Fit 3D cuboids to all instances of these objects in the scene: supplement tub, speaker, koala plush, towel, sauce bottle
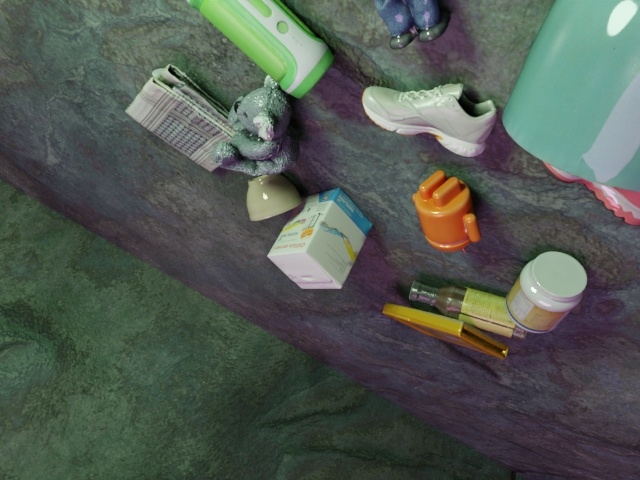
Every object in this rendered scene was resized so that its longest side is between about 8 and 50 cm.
[{"bbox_3d":[0.557,0.131,1.173,0.145,0.144,0.199,20,150,15],"label":"supplement tub"},{"bbox_3d":[-0.117,-0.413,0.902,0.297,0.131,0.131,39,149,-19],"label":"speaker"},{"bbox_3d":[-0.127,-0.271,1.092,0.204,0.196,0.221,19,151,-7],"label":"koala plush"},{"bbox_3d":[-0.358,-0.312,1.302,0.312,0.056,0.324,37,152,-28],"label":"towel"},{"bbox_3d":[0.442,0.195,1.411,0.345,0.111,0.111,17,149,21],"label":"sauce bottle"}]

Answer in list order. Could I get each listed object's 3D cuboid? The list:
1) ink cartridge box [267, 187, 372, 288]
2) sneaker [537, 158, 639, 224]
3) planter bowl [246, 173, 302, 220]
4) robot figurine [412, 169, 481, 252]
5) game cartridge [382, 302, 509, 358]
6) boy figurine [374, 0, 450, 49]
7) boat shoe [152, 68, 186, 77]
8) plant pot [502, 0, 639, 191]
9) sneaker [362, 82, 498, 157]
[{"bbox_3d":[0.000,0.000,1.347,0.171,0.232,0.168,-8,135,46],"label":"ink cartridge box"},{"bbox_3d":[0.508,-0.154,0.827,0.314,0.115,0.136,28,142,-13],"label":"sneaker"},{"bbox_3d":[-0.145,-0.136,1.358,0.162,0.162,0.109,-4,111,44],"label":"planter bowl"},{"bbox_3d":[0.296,-0.062,1.111,0.158,0.128,0.219,-2,139,26],"label":"robot figurine"},{"bbox_3d":[0.396,0.290,1.533,0.285,0.052,0.324,29,165,-36],"label":"game cartridge"},{"bbox_3d":[0.098,-0.437,0.717,0.177,0.092,0.285,1,140,40],"label":"boy figurine"},{"bbox_3d":[-0.387,-0.418,1.219,0.100,0.035,0.035,12,145,15],"label":"boat shoe"},{"bbox_3d":[0.411,-0.237,0.590,0.293,0.293,0.235,18,133,17],"label":"plant pot"},{"bbox_3d":[0.214,-0.263,0.909,0.263,0.099,0.121,19,143,1],"label":"sneaker"}]
